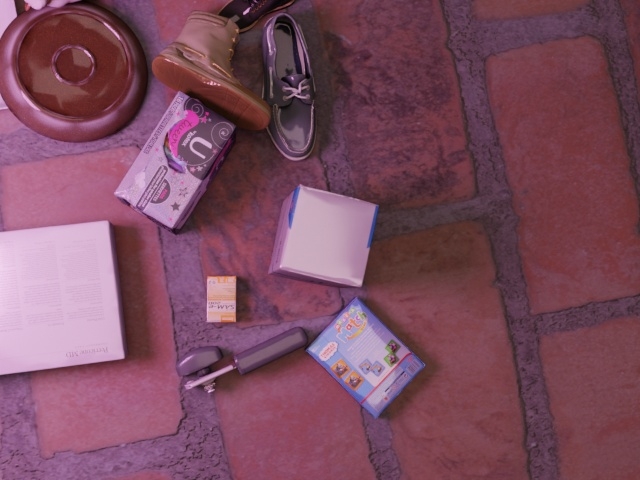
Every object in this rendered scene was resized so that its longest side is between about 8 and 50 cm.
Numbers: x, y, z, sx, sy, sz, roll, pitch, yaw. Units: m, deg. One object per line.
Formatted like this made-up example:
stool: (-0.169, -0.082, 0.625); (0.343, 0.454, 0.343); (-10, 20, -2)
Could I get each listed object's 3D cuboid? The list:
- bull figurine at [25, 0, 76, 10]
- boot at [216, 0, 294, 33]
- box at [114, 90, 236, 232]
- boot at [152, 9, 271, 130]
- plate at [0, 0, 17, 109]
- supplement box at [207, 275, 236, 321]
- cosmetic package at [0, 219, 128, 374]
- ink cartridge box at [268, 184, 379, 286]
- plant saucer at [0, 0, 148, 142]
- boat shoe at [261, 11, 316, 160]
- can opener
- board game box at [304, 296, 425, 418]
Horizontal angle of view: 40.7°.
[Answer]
bull figurine: (-0.495, -0.569, 1.779); (0.310, 0.101, 0.188); (-13, 88, -34)
boot: (-0.138, -0.515, 1.834); (0.198, 0.137, 0.076); (-33, 91, -7)
box: (-0.291, -0.153, 1.776); (0.142, 0.163, 0.247); (30, 83, -3)
boot: (-0.194, -0.359, 1.802); (0.262, 0.095, 0.203); (28, 50, -6)
plate: (-0.753, -0.388, 1.791); (0.277, 0.045, 0.277); (-13, 88, -7)
supplement box: (-0.210, 0.124, 1.832); (0.062, 0.036, 0.098); (0, 87, -7)
cosmetic package: (-0.598, 0.123, 1.751); (0.378, 0.097, 0.284); (-6, 85, -8)
ink cartridge box: (0.000, 0.000, 1.770); (0.168, 0.233, 0.171); (13, 84, -9)
plant saucer: (-0.512, -0.359, 1.792); (0.311, 0.050, 0.310); (2, 84, -19)
boat shoe: (-0.069, -0.333, 1.850); (0.116, 0.099, 0.319); (-6, 87, -8)
can opener: (-0.163, 0.241, 1.812); (0.280, 0.074, 0.093); (-20, 88, -9)
board game box: (0.096, 0.252, 1.863); (0.211, 0.039, 0.160); (45, 82, -3)
